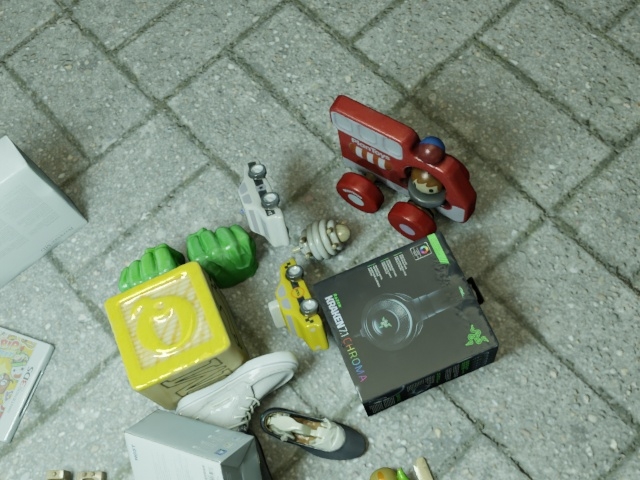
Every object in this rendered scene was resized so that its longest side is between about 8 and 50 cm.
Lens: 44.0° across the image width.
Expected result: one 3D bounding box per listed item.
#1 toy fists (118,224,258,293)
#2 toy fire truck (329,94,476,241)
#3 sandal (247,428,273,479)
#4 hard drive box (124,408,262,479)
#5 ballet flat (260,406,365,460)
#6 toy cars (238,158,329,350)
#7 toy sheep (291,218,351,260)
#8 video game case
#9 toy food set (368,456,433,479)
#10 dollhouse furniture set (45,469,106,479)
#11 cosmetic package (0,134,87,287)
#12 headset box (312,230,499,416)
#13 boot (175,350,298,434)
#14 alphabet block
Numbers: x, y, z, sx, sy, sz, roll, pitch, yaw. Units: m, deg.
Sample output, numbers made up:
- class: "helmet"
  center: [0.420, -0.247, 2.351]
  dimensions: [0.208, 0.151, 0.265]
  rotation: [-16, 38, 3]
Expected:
- class: "toy fists"
  center: [-0.262, 0.050, 1.570]
  dimensions: [0.279, 0.142, 0.096]
  rotation: [-19, 66, 0]
- class: "toy fire truck"
  center: [0.159, -0.144, 1.525]
  dimensions: [0.302, 0.254, 0.169]
  rotation: [30, 76, 19]
- class: "sandal"
  center: [-0.114, 0.461, 1.432]
  dimensions: [0.097, 0.054, 0.254]
  rotation: [-17, 55, 2]
- class: "hard drive box"
  center: [-0.212, 0.406, 1.351]
  dimensions: [0.232, 0.089, 0.181]
  rotation: [6, 112, 35]
- class: "ballet flat"
  center: [-0.018, 0.353, 1.449]
  dimensions: [0.203, 0.074, 0.074]
  rotation: [14, 71, 14]
- class: "toy cars"
  center: [-0.087, 0.032, 1.509]
  dimensions: [0.087, 0.176, 0.393]
  rotation: [-20, 86, -6]
- class: "toy sheep"
  center: [0.000, 0.000, 1.581]
  dimensions: [0.132, 0.091, 0.091]
  rotation: [-15, 66, 16]
- class: "video game case"
  center: [-0.682, 0.276, 1.605]
  dimensions: [0.227, 0.026, 0.206]
  rotation: [15, 71, 15]
- class: "toy food set"
  center: [0.118, 0.470, 1.395]
  dimensions: [0.192, 0.038, 0.132]
  rotation: [-24, 66, -2]
- class: "dollhouse furniture set"
  center: [-0.490, 0.488, 1.434]
  dimensions: [0.151, 0.123, 0.144]
  rotation: [-3, 68, 7]
- class: "cosmetic package"
  center: [-0.693, -0.005, 1.582]
  dimensions: [0.377, 0.284, 0.097]
  rotation: [-38, 66, -8]
- class: "headset box"
  center: [0.165, 0.151, 1.470]
  dimensions: [0.283, 0.131, 0.246]
  rotation: [-22, 67, -2]
- class: "boot"
  center: [-0.143, 0.311, 1.454]
  dimensions: [0.258, 0.095, 0.123]
  rotation: [-30, 49, 10]
- class: "alphabet block"
  center: [-0.261, 0.183, 1.485]
  dimensions: [0.193, 0.197, 0.192]
  rotation: [-26, 67, -3]
